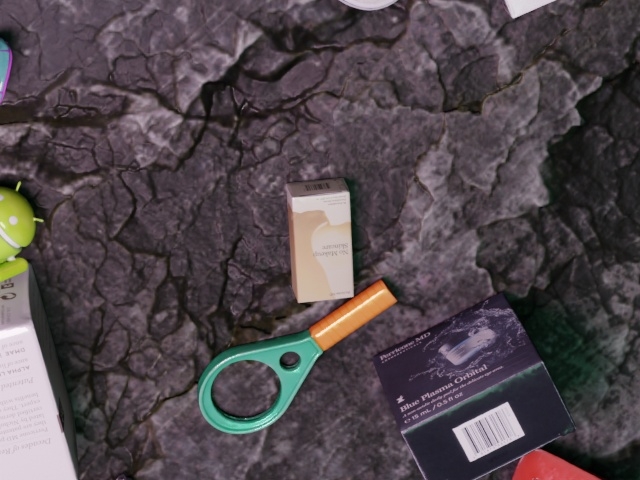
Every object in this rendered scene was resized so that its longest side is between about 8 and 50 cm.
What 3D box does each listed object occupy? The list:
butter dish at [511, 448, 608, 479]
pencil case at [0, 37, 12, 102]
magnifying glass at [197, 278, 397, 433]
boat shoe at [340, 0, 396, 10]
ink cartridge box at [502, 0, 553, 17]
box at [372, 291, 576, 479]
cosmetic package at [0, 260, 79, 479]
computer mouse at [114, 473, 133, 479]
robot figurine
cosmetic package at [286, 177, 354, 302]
[{"bbox_3d":[0.281,0.305,1.924,0.160,0.118,0.160,26,113,26],"label":"butter dish"},{"bbox_3d":[-0.358,-0.163,1.640,0.152,0.064,0.070,10,73,-12],"label":"pencil case"},{"bbox_3d":[-0.024,0.115,1.836,0.231,0.026,0.092,-36,114,6],"label":"magnifying glass"},{"bbox_3d":[0.036,-0.364,1.564,0.136,0.156,0.367,-6,114,-6],"label":"boat shoe"},{"bbox_3d":[0.220,-0.262,1.709,0.115,0.029,0.063,-23,114,0],"label":"ink cartridge box"},{"bbox_3d":[0.150,0.152,1.805,0.156,0.158,0.093,-27,115,3],"label":"box"},{"bbox_3d":[-0.326,0.144,1.731,0.151,0.151,0.183,-14,116,-3],"label":"cosmetic package"},{"bbox_3d":[-0.291,0.261,1.832,0.193,0.106,0.042,16,134,-3],"label":"computer mouse"},{"bbox_3d":[-0.319,-0.006,1.712,0.115,0.067,0.101,-34,84,7],"label":"robot figurine"},{"bbox_3d":[0.000,0.000,1.780,0.060,0.041,0.115,-7,114,-6],"label":"cosmetic package"}]
